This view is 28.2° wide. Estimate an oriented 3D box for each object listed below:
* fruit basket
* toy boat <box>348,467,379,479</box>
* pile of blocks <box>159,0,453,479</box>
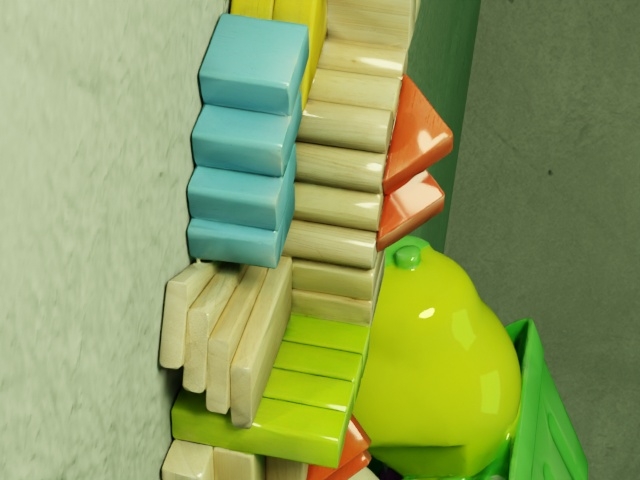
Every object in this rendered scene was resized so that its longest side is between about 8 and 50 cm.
[{"bbox_3d":[0.086,0.186,1.151,0.392,0.283,0.392,41,30,-30],"label":"fruit basket"},{"bbox_3d":[0.003,0.257,0.719,0.318,0.148,0.268,163,-78,-75],"label":"toy boat"},{"bbox_3d":[0.000,0.000,0.620,0.149,0.112,0.362,-53,150,-73],"label":"pile of blocks"}]
